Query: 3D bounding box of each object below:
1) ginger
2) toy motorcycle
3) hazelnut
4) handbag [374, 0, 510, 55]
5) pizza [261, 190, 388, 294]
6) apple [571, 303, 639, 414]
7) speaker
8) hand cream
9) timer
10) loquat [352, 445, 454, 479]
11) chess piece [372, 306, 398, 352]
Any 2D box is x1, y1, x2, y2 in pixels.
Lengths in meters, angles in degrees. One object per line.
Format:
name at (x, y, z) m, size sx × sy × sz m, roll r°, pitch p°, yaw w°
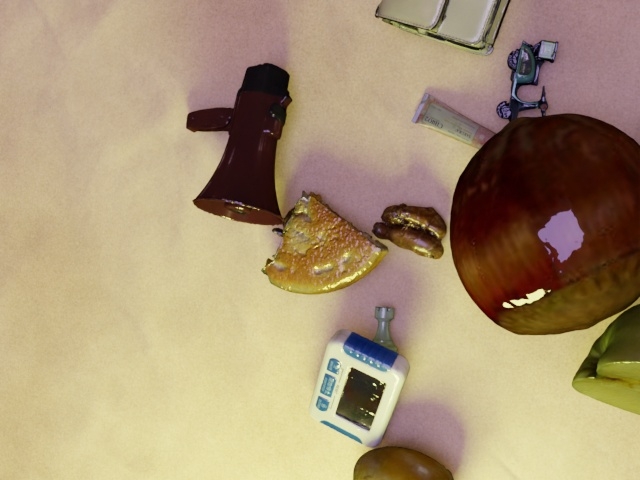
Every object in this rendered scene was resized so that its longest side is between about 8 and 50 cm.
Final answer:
ginger at (0.190, -0.029, 1.797) m, size 0.162 × 0.073 × 0.103 m, roll 19°, pitch 100°, yaw 15°
toy motorcycle at (0.413, -0.315, 1.712) m, size 0.100 × 0.058 × 0.173 m, roll 11°, pitch 96°, yaw 10°
hazelnut at (0.431, -0.032, 1.581) m, size 0.421 × 0.353 × 0.421 m, roll 19°, pitch 122°, yaw 33°
handbag at (0.275, -0.572, 1.678) m, size 0.236 × 0.160 × 0.358 m, roll 23°, pitch 102°, yaw 21°
pizza at (0.000, 0.000, 1.852) m, size 0.289 × 0.081 × 0.229 m, roll -19°, pitch 85°, yaw 24°
apple at (0.659, 0.248, 1.542) m, size 0.360 × 0.311 × 0.320 m, roll 16°, pitch 113°, yaw 6°
speaker at (-0.169, -0.198, 1.862) m, size 0.259 × 0.198 × 0.329 m, roll -18°, pitch 60°, yaw 57°
hand cream at (0.292, -0.232, 1.767) m, size 0.209 × 0.043 × 0.067 m, roll 29°, pitch 103°, yaw 18°
timer at (0.082, 0.313, 1.827) m, size 0.178 × 0.078 × 0.253 m, roll 25°, pitch 127°, yaw 12°
loquat at (0.173, 0.522, 1.805) m, size 0.227 × 0.179 × 0.179 m, roll 16°, pitch 100°, yaw 23°
chess piece at (0.135, 0.195, 1.843) m, size 0.067 × 0.067 × 0.103 m, roll 3°, pitch 88°, yaw 17°
